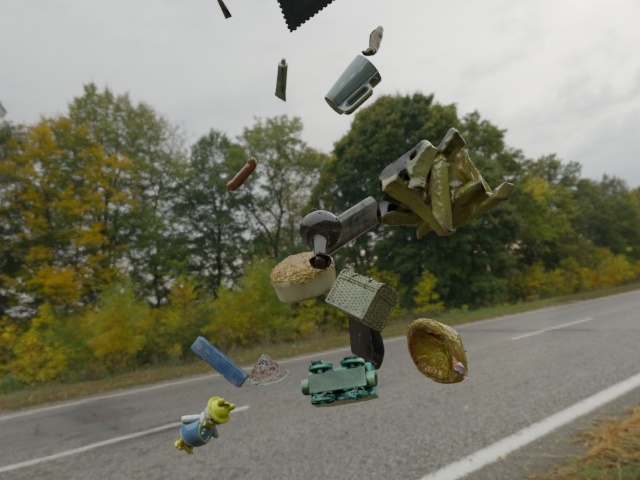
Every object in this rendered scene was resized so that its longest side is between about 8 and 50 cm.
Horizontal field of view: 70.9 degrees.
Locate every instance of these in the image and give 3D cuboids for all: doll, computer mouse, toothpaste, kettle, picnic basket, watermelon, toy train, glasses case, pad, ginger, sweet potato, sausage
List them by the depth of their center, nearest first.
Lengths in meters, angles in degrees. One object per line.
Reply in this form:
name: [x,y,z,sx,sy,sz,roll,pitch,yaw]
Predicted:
toy train: [0.056,0.382,1.199,0.203,0.112,0.163,-11,-30,12]
sweet potato: [0.144,-0.533,1.215,0.041,0.153,0.038,38,-36,-20]
toothpaste: [-0.294,-0.704,1.360,0.024,0.015,0.083,-18,-22,8]
ginger: [0.403,-0.153,1.481,0.414,0.358,0.211,-15,35,-6]
doll: [-0.380,0.603,1.489,0.241,0.135,0.099,-45,-5,14]
pad: [-0.042,-0.876,1.499,0.270,0.012,0.269,-38,-32,-6]
sausage: [-0.259,-0.219,1.500,0.042,0.036,0.158,12,-43,-43]
picnic basket: [0.146,0.198,1.556,0.196,0.154,0.134,18,-16,49]
glasses case: [0.100,-0.048,1.729,0.299,0.114,0.060,-32,10,-16]
toothpaste: [-0.419,0.506,1.875,0.272,0.066,0.053,34,-7,16]
computer mouse: [0.199,0.406,1.908,0.087,0.295,0.168,-7,-3,-30]
toothpaste: [-0.166,-0.689,1.929,0.064,0.041,0.218,33,-30,10]
kettle: [0.154,-0.676,2.017,0.210,0.243,0.160,43,1,37]
watermelon: [-0.237,0.584,2.032,0.187,0.139,0.071,-7,-21,-9]

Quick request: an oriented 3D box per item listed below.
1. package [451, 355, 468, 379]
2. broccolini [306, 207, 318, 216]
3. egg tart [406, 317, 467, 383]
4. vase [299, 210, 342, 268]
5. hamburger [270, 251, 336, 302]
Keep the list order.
package: [0.469,0.428,1.513,0.077,0.033,0.111,30,15,4]
broccolini: [-0.065,-0.093,2.438,0.052,0.194,0.054,5,-18,40]
egg tart: [0.493,0.444,1.860,0.128,0.318,0.319,-27,8,-33]
vase: [0.000,0.000,1.222,0.120,0.182,0.120,1,-49,1]
hamburger: [-0.072,0.142,1.852,0.276,0.179,0.294,-19,6,-19]
